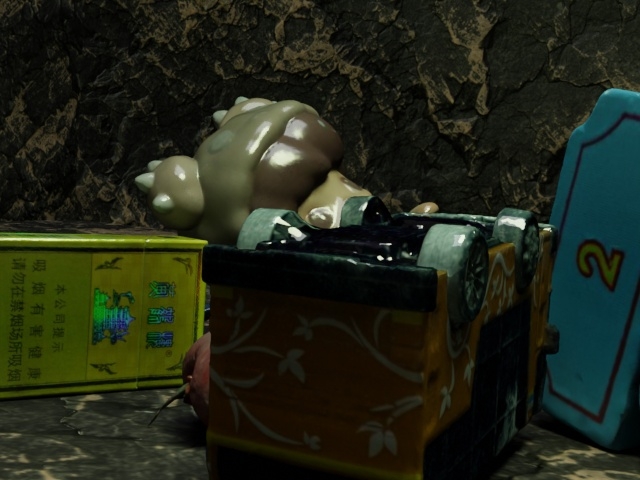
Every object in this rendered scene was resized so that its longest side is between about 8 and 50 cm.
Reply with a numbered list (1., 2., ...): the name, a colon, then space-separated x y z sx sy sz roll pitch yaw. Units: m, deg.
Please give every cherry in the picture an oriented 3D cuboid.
1. cherry: -0.059 0.109 0.741 0.126 0.087 0.106 -3 12 -41

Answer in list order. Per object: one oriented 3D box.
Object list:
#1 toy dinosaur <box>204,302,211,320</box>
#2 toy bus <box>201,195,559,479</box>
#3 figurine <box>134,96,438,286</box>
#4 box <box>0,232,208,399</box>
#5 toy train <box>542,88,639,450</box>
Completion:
1. toy dinosaur: -0.083 0.081 1.173 0.144 0.076 0.329 -27 -7 22
2. toy bus: 0.061 0.071 0.670 0.162 0.194 0.323 5 7 26
3. figurine: 0.001 0.000 1.009 0.380 0.203 0.248 36 46 3
4. box: -0.213 0.065 0.845 0.220 0.141 0.064 0 5 -32
5. toy train: 0.313 0.027 0.766 0.188 0.300 0.265 2 15 -33
